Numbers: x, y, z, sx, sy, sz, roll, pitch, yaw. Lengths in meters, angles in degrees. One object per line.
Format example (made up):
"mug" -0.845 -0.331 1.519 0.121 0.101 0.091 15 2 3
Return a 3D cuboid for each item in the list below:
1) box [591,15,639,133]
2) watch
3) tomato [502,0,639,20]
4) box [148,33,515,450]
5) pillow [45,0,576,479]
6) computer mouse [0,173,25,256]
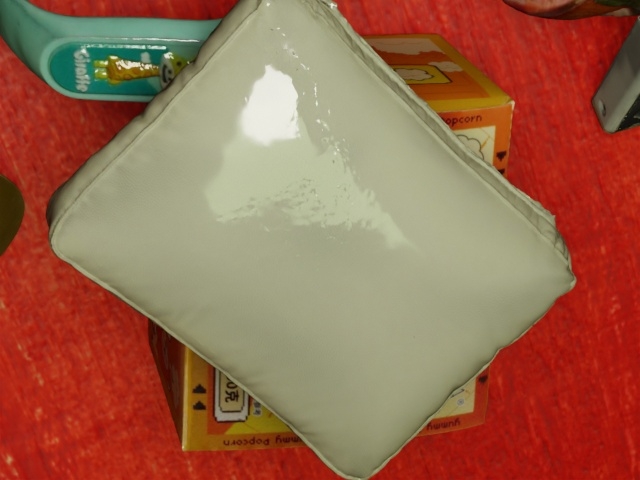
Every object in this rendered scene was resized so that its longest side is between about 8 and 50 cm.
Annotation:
"box" 0.376 -0.169 1.408 0.270 0.211 0.045 -16 76 -9
"watch" -0.138 -0.184 1.257 0.237 0.195 0.068 -1 134 -2
"tomato" 0.253 -0.318 1.301 0.170 0.309 0.309 -3 115 -40
"box" 0.000 -0.003 1.357 0.260 0.214 0.283 -4 112 -15
"pillow" 0.000 0.000 1.175 0.255 0.120 0.322 -44 114 9
"computer mouse" -0.326 0.018 1.355 0.199 0.045 0.102 -41 147 4
